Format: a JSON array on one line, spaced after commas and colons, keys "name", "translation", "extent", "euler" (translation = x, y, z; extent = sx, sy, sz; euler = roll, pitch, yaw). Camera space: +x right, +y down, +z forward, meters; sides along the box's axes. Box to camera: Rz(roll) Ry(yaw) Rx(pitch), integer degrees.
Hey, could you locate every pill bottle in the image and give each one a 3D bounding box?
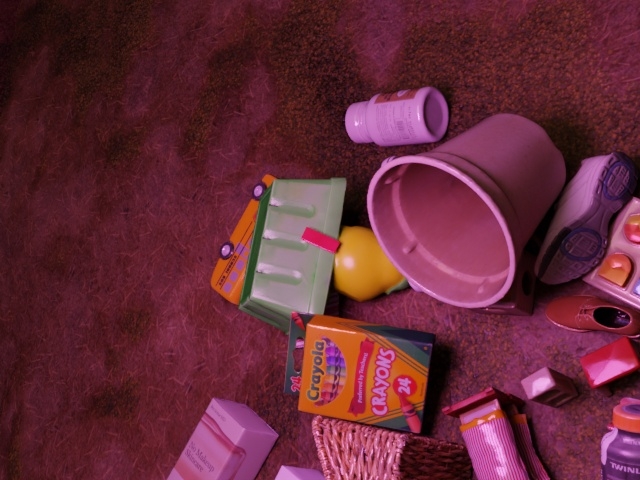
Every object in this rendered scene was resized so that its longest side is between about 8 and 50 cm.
[{"name": "pill bottle", "translation": [0.541, 0.403, 1.473], "extent": [0.130, 0.130, 0.246], "euler": [2, 98, 40]}, {"name": "pill bottle", "translation": [0.180, -0.293, 2.092], "extent": [0.229, 0.131, 0.131], "euler": [-1, 73, 39]}]

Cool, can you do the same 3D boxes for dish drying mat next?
[{"name": "dish drying mat", "translation": [0.000, 0.000, 1.928], "extent": [0.083, 0.008, 0.032], "euler": [24, 75, 10]}]

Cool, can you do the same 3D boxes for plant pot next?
[{"name": "plant pot", "translation": [0.314, -0.090, 1.722], "extent": [0.333, 0.334, 0.305], "euler": [13, 42, 42]}]

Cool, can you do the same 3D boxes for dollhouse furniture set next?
[{"name": "dollhouse furniture set", "translation": [0.438, 0.340, 1.620], "extent": [0.374, 0.152, 0.201], "euler": [-33, 55, 26]}]

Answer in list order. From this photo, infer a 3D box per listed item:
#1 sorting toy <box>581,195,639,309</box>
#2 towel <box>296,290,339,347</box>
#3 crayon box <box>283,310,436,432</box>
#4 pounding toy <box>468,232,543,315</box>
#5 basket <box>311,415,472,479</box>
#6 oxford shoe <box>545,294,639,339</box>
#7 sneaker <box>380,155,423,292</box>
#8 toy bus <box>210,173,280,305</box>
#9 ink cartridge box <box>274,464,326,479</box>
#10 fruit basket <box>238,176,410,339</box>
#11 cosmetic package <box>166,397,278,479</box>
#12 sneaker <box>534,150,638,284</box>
[{"name": "sorting toy", "translation": [0.624, 0.031, 1.663], "extent": [0.208, 0.038, 0.193], "euler": [32, 95, 42]}, {"name": "towel", "translation": [-0.013, 0.163, 2.148], "extent": [0.144, 0.029, 0.197], "euler": [-15, 65, 32]}, {"name": "crayon box", "translation": [0.073, 0.277, 1.854], "extent": [0.318, 0.081, 0.202], "euler": [8, 103, 12]}, {"name": "pounding toy", "translation": [0.397, 0.046, 1.806], "extent": [0.181, 0.094, 0.206], "euler": [0, 74, 40]}, {"name": "basket", "translation": [0.131, 0.482, 1.723], "extent": [0.223, 0.299, 0.214], "euler": [2, 76, 38]}, {"name": "oxford shoe", "translation": [0.521, 0.139, 1.681], "extent": [0.212, 0.076, 0.076], "euler": [4, 78, 47]}, {"name": "sneaker", "translation": [0.233, -0.054, 1.932], "extent": [0.127, 0.126, 0.321], "euler": [-26, 70, 35]}, {"name": "toy bus", "translation": [-0.158, 0.002, 2.272], "extent": [0.130, 0.108, 0.333], "euler": [33, 95, 42]}, {"name": "ink cartridge box", "translation": [-0.046, 0.683, 1.904], "extent": [0.223, 0.129, 0.307], "euler": [28, 92, 43]}, {"name": "fruit basket", "translation": [0.023, 0.047, 2.037], "extent": [0.283, 0.392, 0.392], "euler": [140, 139, -70]}, {"name": "cosmetic package", "translation": [-0.253, 0.553, 2.125], "extent": [0.153, 0.129, 0.296], "euler": [31, 94, 43]}, {"name": "sneaker", "translation": [0.516, -0.042, 1.743], "extent": [0.297, 0.111, 0.129], "euler": [-56, 18, -5]}]
